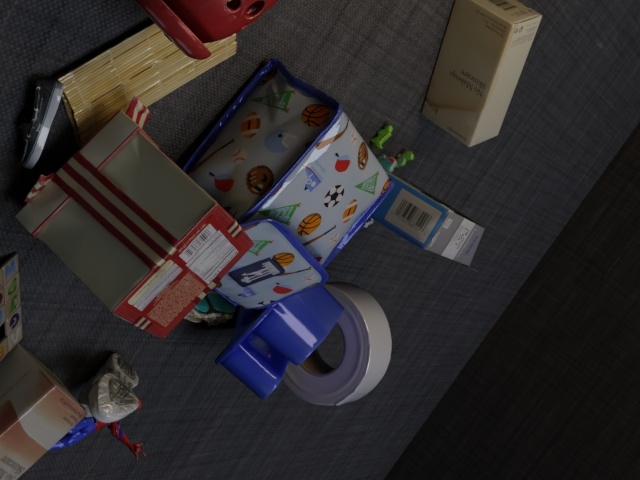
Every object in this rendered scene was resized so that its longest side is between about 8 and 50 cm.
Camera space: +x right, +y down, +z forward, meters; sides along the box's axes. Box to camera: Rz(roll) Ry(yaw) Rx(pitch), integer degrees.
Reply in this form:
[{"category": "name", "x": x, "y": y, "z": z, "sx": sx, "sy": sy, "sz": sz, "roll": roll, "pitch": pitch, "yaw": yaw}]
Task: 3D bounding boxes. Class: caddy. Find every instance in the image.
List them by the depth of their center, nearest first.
[{"category": "caddy", "x": -0.097, "y": 0.179, "z": 2.012, "sx": 0.241, "sy": 0.179, "sz": 0.341, "roll": -47, "pitch": 180, "yaw": 20}]

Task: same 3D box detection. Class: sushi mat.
[{"category": "sushi mat", "x": -0.257, "y": -0.272, "z": 1.445, "sx": 0.316, "sy": 0.019, "sz": 0.151, "roll": -37, "pitch": 150, "yaw": -24}]

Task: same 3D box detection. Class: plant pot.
[{"category": "plant pot", "x": -0.168, "y": -0.362, "z": 1.299, "sx": 0.174, "sy": 0.191, "sz": 0.191, "roll": -43, "pitch": 153, "yaw": 3}]

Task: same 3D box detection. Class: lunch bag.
[{"category": "lunch bag", "x": -0.084, "y": -0.067, "z": 1.712, "sx": 0.385, "sy": 0.239, "sz": 0.328, "roll": -48, "pitch": 148, "yaw": -4}]

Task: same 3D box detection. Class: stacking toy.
[{"category": "stacking toy", "x": 0.124, "y": -0.140, "z": 2.137, "sx": 0.221, "sy": 0.052, "sz": 0.167, "roll": -52, "pitch": 153, "yaw": 2}]

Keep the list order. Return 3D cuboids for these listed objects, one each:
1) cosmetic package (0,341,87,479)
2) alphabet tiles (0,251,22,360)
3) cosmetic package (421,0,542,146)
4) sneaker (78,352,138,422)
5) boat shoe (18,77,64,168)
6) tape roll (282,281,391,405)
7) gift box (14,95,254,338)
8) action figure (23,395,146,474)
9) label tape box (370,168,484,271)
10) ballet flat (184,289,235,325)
[{"category": "cosmetic package", "x": -0.569, "y": 0.337, "z": 1.605, "sx": 0.296, "sy": 0.129, "sz": 0.153, "roll": -44, "pitch": 152, "yaw": -13}, {"category": "alphabet tiles", "x": -0.538, "y": 0.159, "z": 1.459, "sx": 0.237, "sy": 0.009, "sz": 0.198, "roll": -58, "pitch": 166, "yaw": -48}, {"category": "cosmetic package", "x": 0.347, "y": -0.382, "z": 2.062, "sx": 0.113, "sy": 0.160, "sz": 0.309, "roll": -25, "pitch": 142, "yaw": -39}, {"category": "sneaker", "x": -0.406, "y": 0.300, "z": 1.758, "sx": 0.115, "sy": 0.090, "sz": 0.232, "roll": -42, "pitch": -170, "yaw": 4}, {"category": "boat shoe", "x": -0.405, "y": -0.168, "z": 1.334, "sx": 0.040, "sy": 0.049, "sz": 0.142, "roll": 17, "pitch": 116, "yaw": -25}, {"category": "tape roll", "x": 0.023, "y": 0.240, "z": 2.198, "sx": 0.100, "sy": 0.286, "sz": 0.286, "roll": -1, "pitch": 125, "yaw": -56}, {"category": "gift box", "x": -0.282, "y": -0.040, "z": 1.429, "sx": 0.255, "sy": 0.258, "sz": 0.276, "roll": -45, "pitch": 160, "yaw": -9}, {"category": "action figure", "x": -0.449, "y": 0.391, "z": 1.850, "sx": 0.280, "sy": 0.139, "sz": 0.091, "roll": -25, "pitch": 144, "yaw": -44}, {"category": "label tape box", "x": 0.227, "y": -0.053, "z": 2.091, "sx": 0.106, "sy": 0.241, "sz": 0.334, "roll": -59, "pitch": 151, "yaw": 7}, {"category": "ballet flat", "x": -0.254, "y": 0.130, "z": 1.879, "sx": 0.077, "sy": 0.091, "sz": 0.241, "roll": -32, "pitch": 151, "yaw": 13}]
